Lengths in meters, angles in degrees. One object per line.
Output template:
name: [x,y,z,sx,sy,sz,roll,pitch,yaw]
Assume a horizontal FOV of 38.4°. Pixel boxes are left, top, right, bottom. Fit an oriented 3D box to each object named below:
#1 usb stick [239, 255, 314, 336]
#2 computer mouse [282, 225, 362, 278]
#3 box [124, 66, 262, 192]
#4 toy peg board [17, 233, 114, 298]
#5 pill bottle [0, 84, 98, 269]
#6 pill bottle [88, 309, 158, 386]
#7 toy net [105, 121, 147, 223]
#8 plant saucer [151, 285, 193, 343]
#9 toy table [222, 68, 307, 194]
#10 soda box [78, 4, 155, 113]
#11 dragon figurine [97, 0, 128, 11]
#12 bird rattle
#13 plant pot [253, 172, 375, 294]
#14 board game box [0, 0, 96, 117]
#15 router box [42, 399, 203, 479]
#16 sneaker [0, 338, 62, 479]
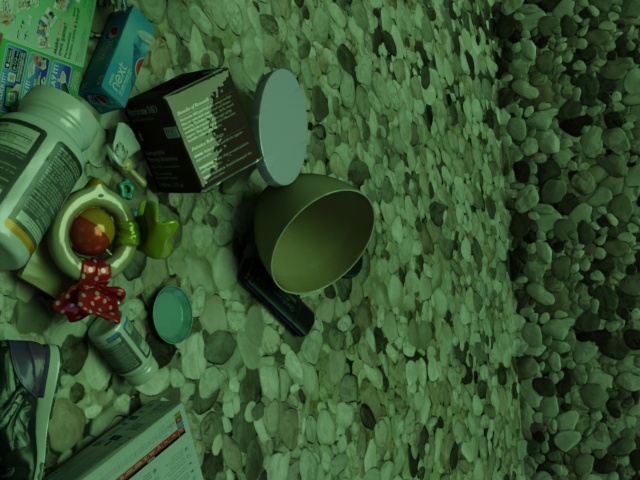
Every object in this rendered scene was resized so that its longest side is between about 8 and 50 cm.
usb stick: [-0.099,0.135,2.170,0.278,0.045,0.077,48,52,-42]
computer mouse: [0.000,0.000,2.343,0.272,0.072,0.188,42,51,-30]
box: [-0.256,-0.219,1.845,0.167,0.169,0.203,-34,113,-34]
toy peg board: [-0.453,0.023,1.624,0.161,0.079,0.160,42,65,-46]
pill bottle: [-0.481,-0.104,1.477,0.162,0.162,0.278,51,51,-39]
pill bottle: [-0.363,0.202,1.706,0.137,0.078,0.078,61,38,-30]
toy net: [-0.388,-0.110,1.770,0.122,0.045,0.232,-8,89,-56]
plant saucer: [-0.305,0.151,1.861,0.119,0.021,0.119,16,71,-56]
toy table: [-0.141,-0.238,2.066,0.252,0.161,0.274,43,48,-42]
soda box: [-0.394,-0.353,1.787,0.071,0.067,0.210,46,48,-44]
dragon figurine: [-0.449,-0.562,1.724,0.144,0.085,0.289,-45,125,-54]
bird rattle: [-0.385,0.012,1.583,0.253,0.143,0.207,-47,120,-17]
plant pot: [-0.043,-0.046,2.115,0.284,0.191,0.284,-25,138,-24]
board game box: [-0.494,-0.355,1.577,0.214,0.046,0.317,14,87,-55]
router box: [-0.341,0.497,1.655,0.335,0.082,0.301,-33,115,-55]
sneaker: [-0.504,0.300,1.471,0.124,0.107,0.283,13,75,-31]
